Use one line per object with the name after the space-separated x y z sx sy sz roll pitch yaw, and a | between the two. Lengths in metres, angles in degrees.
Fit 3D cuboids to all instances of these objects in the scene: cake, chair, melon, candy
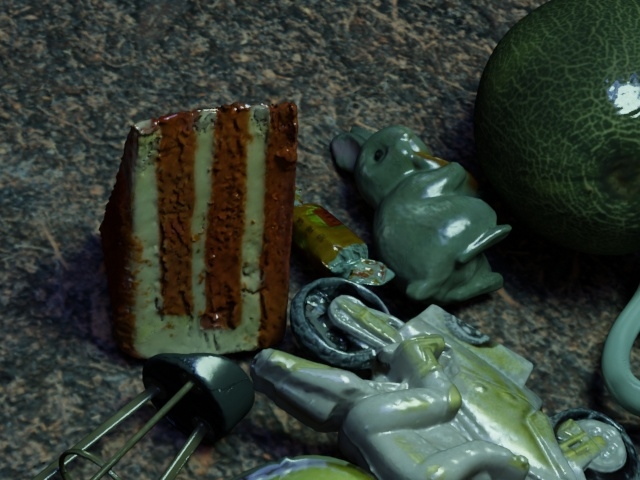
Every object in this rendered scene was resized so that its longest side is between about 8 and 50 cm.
-0.099 0.003 1.372 0.158 0.262 0.159 -6 73 -12 | cake
-0.157 0.172 1.316 0.095 0.104 0.221 26 51 30 | chair
0.263 -0.117 1.536 0.237 0.237 0.301 10 24 -5 | melon
0.000 0.000 1.507 0.053 0.046 0.182 -8 35 -35 | candy

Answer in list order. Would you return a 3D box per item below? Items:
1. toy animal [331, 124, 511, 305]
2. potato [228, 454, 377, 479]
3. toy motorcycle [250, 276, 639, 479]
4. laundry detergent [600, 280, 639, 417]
0.080 -0.044 1.532 0.138 0.108 0.236 -27 61 -25 | toy animal
-0.050 0.288 1.232 0.160 0.111 0.271 28 58 27 | potato
0.103 0.165 1.370 0.341 0.108 0.223 30 45 2 | toy motorcycle
0.364 0.119 1.472 0.215 0.105 0.280 25 52 7 | laundry detergent
